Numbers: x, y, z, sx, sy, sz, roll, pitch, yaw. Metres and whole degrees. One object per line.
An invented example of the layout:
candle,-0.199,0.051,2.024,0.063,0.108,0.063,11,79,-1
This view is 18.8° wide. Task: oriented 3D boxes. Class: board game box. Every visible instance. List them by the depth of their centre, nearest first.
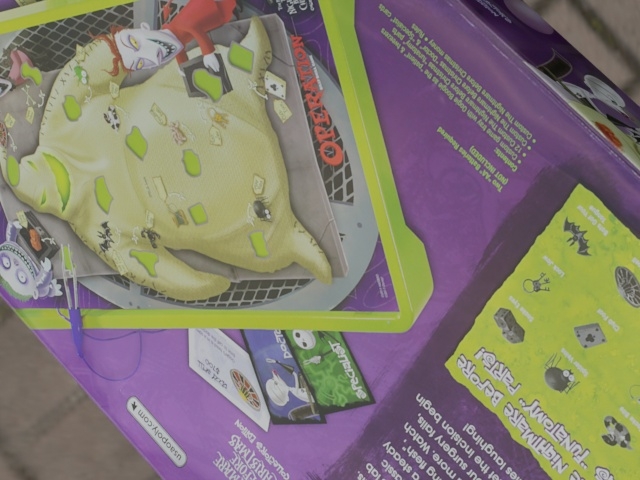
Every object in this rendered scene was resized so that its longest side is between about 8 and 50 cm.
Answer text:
board game box,0.000,0.000,0.630,0.347,0.056,0.208,46,118,19
